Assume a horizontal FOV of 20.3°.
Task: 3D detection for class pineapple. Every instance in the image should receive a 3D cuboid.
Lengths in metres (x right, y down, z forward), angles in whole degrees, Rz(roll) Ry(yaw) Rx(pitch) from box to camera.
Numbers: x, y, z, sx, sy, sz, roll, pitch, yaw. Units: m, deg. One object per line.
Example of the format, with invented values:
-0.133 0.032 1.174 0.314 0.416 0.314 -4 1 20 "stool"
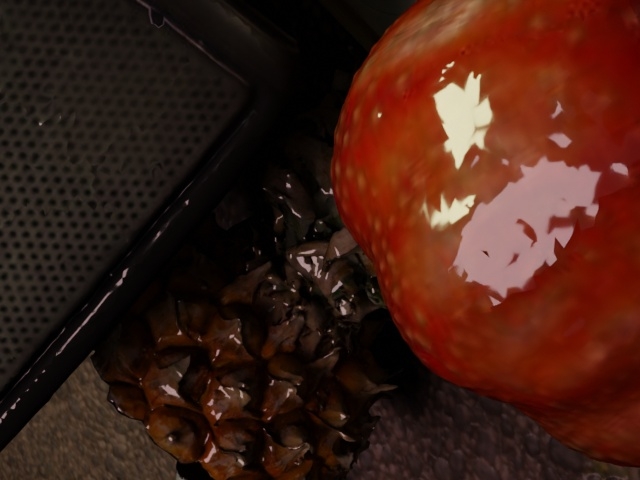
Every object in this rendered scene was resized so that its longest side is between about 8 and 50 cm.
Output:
0.000 0.000 1.196 0.262 0.262 0.271 49 117 21 "pineapple"

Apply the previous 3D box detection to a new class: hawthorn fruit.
0.174 -0.055 0.909 0.287 0.287 0.330 52 124 19 "hawthorn fruit"

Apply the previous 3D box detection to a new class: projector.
-0.236 -0.069 1.155 0.405 0.242 0.395 -49 25 10 "projector"

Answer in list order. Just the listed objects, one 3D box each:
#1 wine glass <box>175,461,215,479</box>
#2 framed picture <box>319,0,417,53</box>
-0.047 0.275 1.417 0.126 0.126 0.241 15 120 44 "wine glass"
0.067 -0.212 1.100 0.136 0.010 0.201 49 118 23 "framed picture"
